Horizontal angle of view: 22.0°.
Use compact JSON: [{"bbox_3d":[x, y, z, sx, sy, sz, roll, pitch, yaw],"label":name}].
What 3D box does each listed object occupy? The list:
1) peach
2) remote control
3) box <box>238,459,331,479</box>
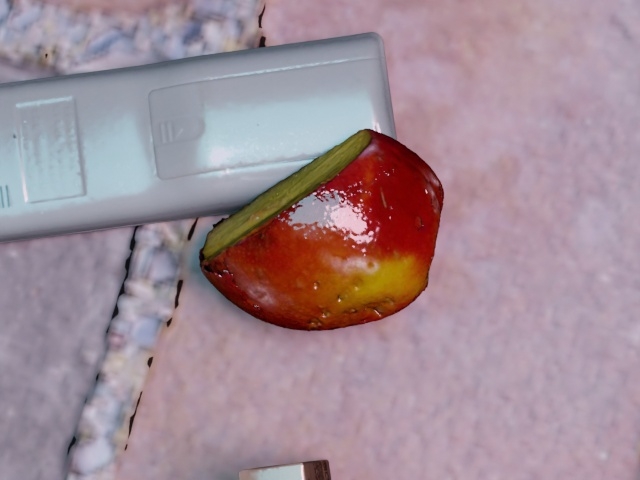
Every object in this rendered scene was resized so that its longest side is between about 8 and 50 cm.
[{"bbox_3d":[0.000,0.000,0.576,0.083,0.050,0.077,9,115,-3],"label":"peach"},{"bbox_3d":[-0.054,-0.038,0.605,0.162,0.029,0.061,-8,80,1],"label":"remote control"},{"bbox_3d":[-0.008,0.102,0.557,0.024,0.083,0.053,-8,83,7],"label":"box"}]
